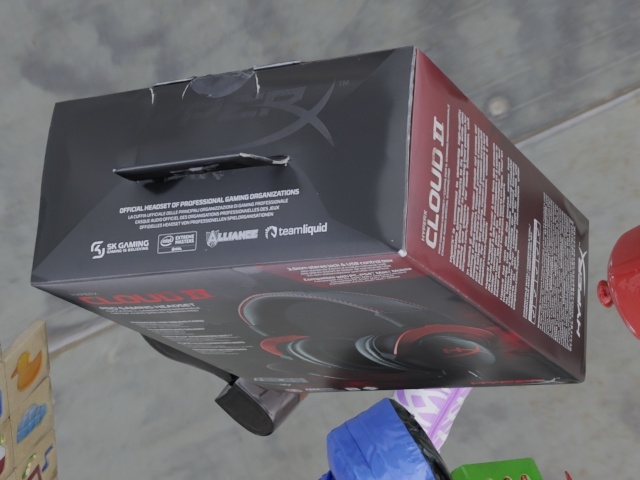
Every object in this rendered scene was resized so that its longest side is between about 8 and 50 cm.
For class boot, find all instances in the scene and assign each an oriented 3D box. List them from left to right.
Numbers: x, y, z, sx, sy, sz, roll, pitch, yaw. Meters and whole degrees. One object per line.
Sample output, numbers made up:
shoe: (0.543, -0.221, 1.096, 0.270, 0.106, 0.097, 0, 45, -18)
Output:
boot: (-0.065, 0.035, 1.599, 0.264, 0.096, 0.280, 42, 52, -2)

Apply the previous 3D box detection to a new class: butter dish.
butter dish: (0.392, 0.054, 1.743, 0.118, 0.160, 0.160, -15, 115, 31)

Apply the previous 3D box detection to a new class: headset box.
headset box: (0.000, 0.000, 0.795, 0.218, 0.293, 0.110, -5, 70, 27)

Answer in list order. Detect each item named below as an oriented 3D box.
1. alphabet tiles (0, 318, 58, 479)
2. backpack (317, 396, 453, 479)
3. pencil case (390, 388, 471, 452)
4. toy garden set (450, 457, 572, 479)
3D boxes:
alphabet tiles: (-0.283, 0.224, 1.082, 0.011, 0.285, 0.342, 18, 129, 18)
backpack: (0.051, 0.188, 1.075, 0.101, 0.098, 0.120, -29, 127, -9)
pencil case: (0.142, 0.161, 1.645, 0.086, 0.088, 0.206, 5, 125, -32)
toy garden set: (0.212, 0.306, 1.224, 0.049, 0.204, 0.244, -39, 63, 33)
